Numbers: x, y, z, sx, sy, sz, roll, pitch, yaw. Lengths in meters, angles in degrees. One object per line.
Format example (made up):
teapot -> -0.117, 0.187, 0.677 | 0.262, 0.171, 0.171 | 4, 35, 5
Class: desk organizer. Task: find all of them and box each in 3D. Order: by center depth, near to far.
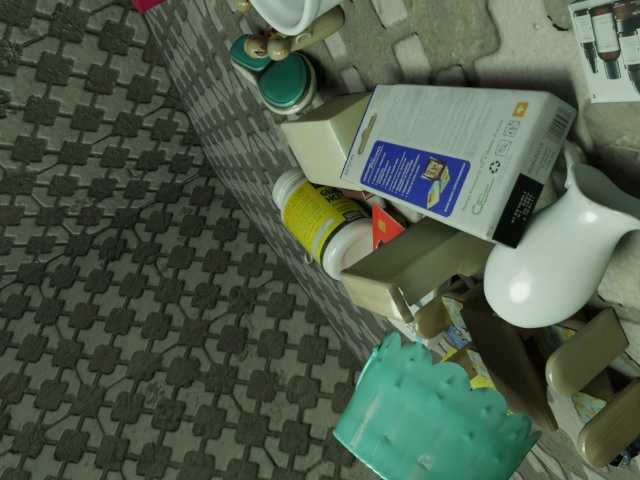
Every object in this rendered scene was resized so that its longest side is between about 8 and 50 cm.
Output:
desk organizer -> 0.091, -0.134, 1.256 | 0.050, 0.047, 0.130 | 64, 166, -18

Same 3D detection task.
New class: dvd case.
dvd case -> 0.310, 0.159, 1.205 | 0.180, 0.022, 0.253 | 54, 167, 17

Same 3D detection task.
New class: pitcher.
pitcher -> 0.281, -0.007, 0.639 | 0.178, 0.125, 0.207 | 66, 145, 37

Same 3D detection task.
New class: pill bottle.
pill bottle -> 0.009, -0.060, 1.415 | 0.334, 0.187, 0.188 | 46, 163, 37

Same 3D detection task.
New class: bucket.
bucket -> 0.166, 0.290, 0.792 | 0.281, 0.183, 0.281 | 35, 169, 8

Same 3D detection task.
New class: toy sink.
toy sink -> 0.044, -0.208, 1.066 | 0.234, 0.131, 0.153 | 19, 141, 62

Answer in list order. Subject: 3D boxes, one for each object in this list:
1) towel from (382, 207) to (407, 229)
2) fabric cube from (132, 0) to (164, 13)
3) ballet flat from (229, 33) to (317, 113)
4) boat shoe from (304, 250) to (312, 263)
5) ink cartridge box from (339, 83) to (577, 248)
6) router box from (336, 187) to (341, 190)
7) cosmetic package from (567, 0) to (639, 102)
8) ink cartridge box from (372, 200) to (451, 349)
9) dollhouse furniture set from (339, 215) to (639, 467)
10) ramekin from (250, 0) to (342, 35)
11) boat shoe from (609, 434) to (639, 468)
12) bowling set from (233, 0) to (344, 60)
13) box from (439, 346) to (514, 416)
towel -> 0.202, 0.039, 1.260 | 0.102, 0.021, 0.237 | 39, 152, 59
fabric cube -> -0.334, -0.681, 1.040 | 0.254, 0.258, 0.259 | 58, 167, -2
ballet flat -> -0.092, -0.379, 1.220 | 0.400, 0.139, 0.139 | 50, 166, 44
boat shoe -> 0.004, 0.008, 1.663 | 0.367, 0.156, 0.136 | 32, 152, 60
ink cartridge box -> 0.161, -0.127, 0.735 | 0.069, 0.176, 0.371 | 17, -171, -31
router box -> 0.004, -0.225, 1.357 | 0.179, 0.046, 0.133 | 42, 161, 48
cosmetic package -> 0.305, -0.159, 0.376 | 0.099, 0.060, 0.239 | 61, 167, -22
ink cartridge box -> 0.187, 0.090, 1.224 | 0.261, 0.066, 0.296 | 42, 153, 36
dollhouse furniture set -> 0.252, 0.161, 0.857 | 0.394, 0.256, 0.362 | 62, 163, -13
ramekin -> -0.043, -0.462, 0.752 | 0.277, 0.135, 0.277 | 52, 165, 21
boat shoe -> 0.482, 0.335, 0.850 | 0.065, 0.083, 0.183 | 49, 165, 30
bowling set -> -0.102, -0.450, 0.965 | 0.200, 0.154, 0.287 | 63, 166, -24
box -> 0.388, 0.338, 1.223 | 0.087, 0.058, 0.232 | 43, 172, -22
